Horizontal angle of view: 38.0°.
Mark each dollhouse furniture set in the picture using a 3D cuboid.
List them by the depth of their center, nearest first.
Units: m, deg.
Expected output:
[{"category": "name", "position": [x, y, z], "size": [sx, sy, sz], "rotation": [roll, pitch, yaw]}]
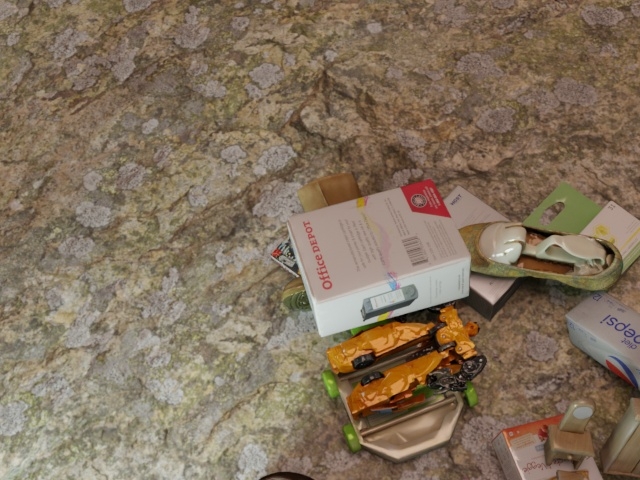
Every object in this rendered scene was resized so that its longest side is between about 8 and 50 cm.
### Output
[{"category": "dollhouse furniture set", "position": [0.552, 0.455, 1.539], "size": [0.303, 0.174, 0.356], "rotation": [9, 42, -3]}]

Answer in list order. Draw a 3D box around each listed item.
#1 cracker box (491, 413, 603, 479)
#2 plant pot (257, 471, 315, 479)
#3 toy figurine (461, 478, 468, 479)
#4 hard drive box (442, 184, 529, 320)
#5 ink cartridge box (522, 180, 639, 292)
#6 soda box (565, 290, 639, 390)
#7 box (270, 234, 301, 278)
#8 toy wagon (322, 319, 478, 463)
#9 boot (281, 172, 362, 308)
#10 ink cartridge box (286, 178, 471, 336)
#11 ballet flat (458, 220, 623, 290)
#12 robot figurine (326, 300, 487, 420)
[{"category": "cracker box", "position": [0.435, 0.448, 1.715], "size": [0.155, 0.067, 0.232], "rotation": [-10, 62, -18]}, {"category": "plant pot", "position": [-0.066, 0.502, 1.658], "size": [0.215, 0.230, 0.215], "rotation": [-2, 63, 4]}, {"category": "toy figurine", "position": [0.272, 0.500, 1.690], "size": [0.159, 0.130, 0.173], "rotation": [44, 102, 33]}, {"category": "hard drive box", "position": [0.322, 0.023, 1.953], "size": [0.232, 0.089, 0.181], "rotation": [39, 72, 21]}, {"category": "ink cartridge box", "position": [0.563, -0.018, 1.975], "size": [0.235, 0.056, 0.171], "rotation": [41, 73, 20]}, {"category": "soda box", "position": [0.603, 0.211, 1.769], "size": [0.098, 0.091, 0.286], "rotation": [-35, 40, -14]}, {"category": "box", "position": [-0.027, 0.041, 2.009], "size": [0.137, 0.027, 0.094], "rotation": [34, 70, 20]}, {"category": "toy wagon", "position": [0.142, 0.262, 1.858], "size": [0.267, 0.068, 0.344], "rotation": [-20, 62, -6]}, {"category": "boot", "position": [0.000, 0.000, 1.970], "size": [0.236, 0.089, 0.270], "rotation": [-12, 59, -13]}, {"category": "ink cartridge box", "position": [0.111, 0.031, 1.802], "size": [0.306, 0.131, 0.226], "rotation": [-16, 51, -4]}, {"category": "ballet flat", "position": [0.422, 0.017, 1.834], "size": [0.348, 0.123, 0.123], "rotation": [12, 64, 8]}, {"category": "robot figurine", "position": [0.170, 0.223, 1.788], "size": [0.291, 0.085, 0.211], "rotation": [-21, 62, -5]}]
